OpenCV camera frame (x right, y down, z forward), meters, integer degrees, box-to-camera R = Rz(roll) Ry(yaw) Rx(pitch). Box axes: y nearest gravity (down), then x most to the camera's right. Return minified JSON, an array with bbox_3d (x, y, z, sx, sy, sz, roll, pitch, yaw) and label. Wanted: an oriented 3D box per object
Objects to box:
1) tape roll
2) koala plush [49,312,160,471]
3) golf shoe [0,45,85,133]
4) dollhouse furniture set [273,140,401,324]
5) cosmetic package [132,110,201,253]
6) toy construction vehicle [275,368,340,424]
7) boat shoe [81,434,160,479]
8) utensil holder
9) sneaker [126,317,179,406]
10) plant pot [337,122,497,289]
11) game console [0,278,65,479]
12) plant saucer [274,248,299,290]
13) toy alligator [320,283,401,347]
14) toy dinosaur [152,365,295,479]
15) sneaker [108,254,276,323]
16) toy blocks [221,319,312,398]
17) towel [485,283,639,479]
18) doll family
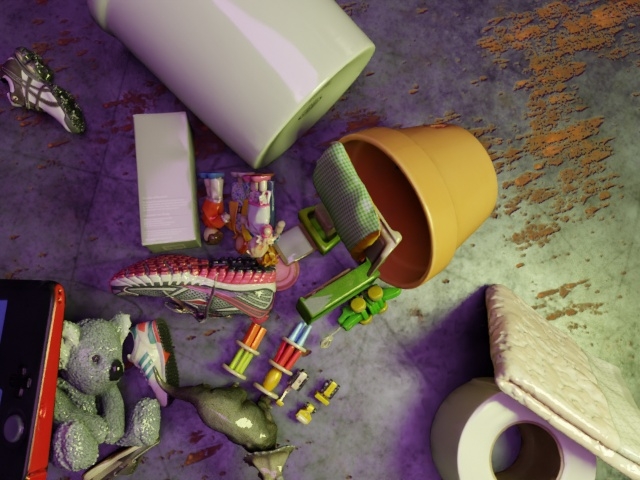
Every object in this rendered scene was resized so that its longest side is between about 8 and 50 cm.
[{"bbox_3d":[0.337,0.376,1.118,0.246,0.169,0.246,1,82,-5],"label":"tape roll"},{"bbox_3d":[-0.393,0.231,1.039,0.203,0.196,0.221,8,96,32],"label":"koala plush"},{"bbox_3d":[-0.522,-0.263,1.163,0.094,0.077,0.198,-40,82,2],"label":"golf shoe"},{"bbox_3d":[0.000,0.000,1.048,0.151,0.301,0.197,-30,78,-13],"label":"dollhouse furniture set"},{"bbox_3d":[-0.277,-0.104,1.136,0.107,0.127,0.237,-7,82,-6],"label":"cosmetic package"},{"bbox_3d":[-0.026,0.286,1.164,0.086,0.035,0.098,38,83,-11],"label":"toy construction vehicle"},{"bbox_3d":[-0.348,0.394,1.108,0.152,0.056,0.049,-30,92,1],"label":"boat shoe"},{"bbox_3d":[-0.145,-0.362,1.087,0.385,0.327,0.327,45,81,-2],"label":"utensil holder"},{"bbox_3d":[-0.309,0.225,1.135,0.075,0.057,0.161,-12,86,10],"label":"sneaker"},{"bbox_3d":[0.176,-0.084,1.116,0.204,0.291,0.290,-26,86,-24],"label":"plant pot"},{"bbox_3d":[-0.568,0.231,1.001,0.387,0.060,0.341,-1,83,29],"label":"game console"},{"bbox_3d":[-0.082,0.056,1.192,0.084,0.013,0.083,1,82,-6],"label":"plant saucer"},{"bbox_3d":[0.067,0.132,1.182,0.190,0.056,0.051,-34,46,-7],"label":"toy alligator"},{"bbox_3d":[-0.148,0.302,1.075,0.121,0.160,0.313,-44,97,-10],"label":"toy dinosaur"},{"bbox_3d":[-0.231,0.092,1.124,0.299,0.121,0.112,3,103,0],"label":"sneaker"},{"bbox_3d":[-0.095,0.199,1.154,0.123,0.054,0.148,31,80,0],"label":"toy blocks"},{"bbox_3d":[0.425,0.231,1.078,0.317,0.332,0.053,35,112,-1],"label":"towel"},{"bbox_3d":[-0.120,-0.039,1.113,0.118,0.263,0.163,-7,101,-34],"label":"doll family"}]
